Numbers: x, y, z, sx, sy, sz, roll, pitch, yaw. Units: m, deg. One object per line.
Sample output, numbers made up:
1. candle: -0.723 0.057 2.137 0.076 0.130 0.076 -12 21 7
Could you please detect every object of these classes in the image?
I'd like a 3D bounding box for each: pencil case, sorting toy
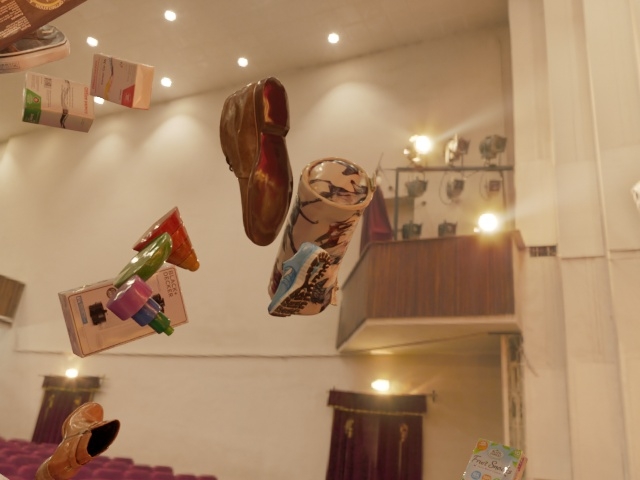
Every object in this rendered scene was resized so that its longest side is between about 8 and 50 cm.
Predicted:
1. pencil case: 0.000 0.000 1.320 0.183 0.160 0.411 1 -45 -19
2. sorting toy: -0.278 0.062 1.006 0.127 0.366 0.126 -38 -69 9

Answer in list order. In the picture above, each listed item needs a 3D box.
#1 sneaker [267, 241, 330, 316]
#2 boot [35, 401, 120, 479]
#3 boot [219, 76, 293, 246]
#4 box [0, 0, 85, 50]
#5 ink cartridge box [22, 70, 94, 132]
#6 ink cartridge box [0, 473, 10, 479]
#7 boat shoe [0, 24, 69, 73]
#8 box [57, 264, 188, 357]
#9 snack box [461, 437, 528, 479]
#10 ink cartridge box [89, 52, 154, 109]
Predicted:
1. sneaker: -0.048 0.073 1.042 0.063 0.162 0.073 26 13 -48
2. boot: -0.619 0.512 1.499 0.220 0.283 0.109 -34 -79 24
3. boot: -0.124 -0.139 1.032 0.115 0.306 0.112 -3 -8 31
4. box: -0.515 -0.342 0.797 0.318 0.395 0.097 23 -32 40
5. ink cartridge box: -0.876 -0.460 1.869 0.208 0.153 0.087 6 -30 -32
6. ink cartridge box: -0.952 0.672 1.433 0.282 0.207 0.117 18 -16 23
7. boat shoe: -0.683 -0.484 1.318 0.121 0.335 0.119 -4 -62 -7
8. box: -0.508 0.176 1.457 0.289 0.169 0.087 -15 6 -37
9. snack box: 0.339 0.477 1.113 0.100 0.141 0.037 1 -43 48
10. ink cartridge box: -0.545 -0.428 1.487 0.198 0.116 0.067 20 16 24
